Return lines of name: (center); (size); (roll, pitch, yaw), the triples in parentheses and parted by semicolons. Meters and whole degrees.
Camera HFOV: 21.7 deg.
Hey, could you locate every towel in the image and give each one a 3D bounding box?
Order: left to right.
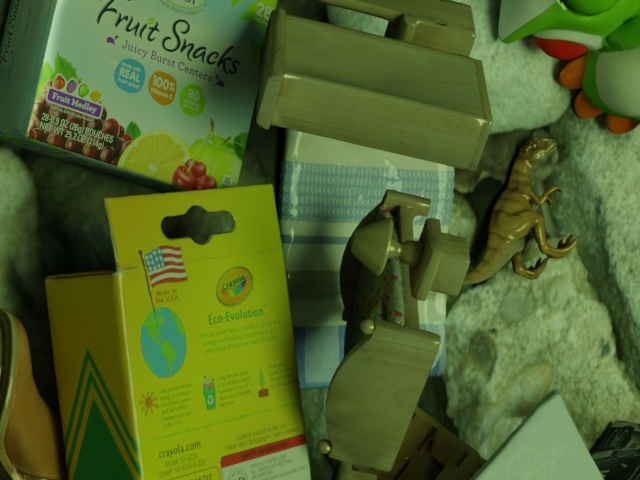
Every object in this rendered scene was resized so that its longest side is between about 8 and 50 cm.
towel: (0.045, -0.009, 1.495); (0.209, 0.034, 0.285); (1, 94, -43)

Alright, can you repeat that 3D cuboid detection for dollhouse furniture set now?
dollhouse furniture set: (0.000, 0.000, 1.366); (0.173, 0.303, 0.356); (13, 123, -8)

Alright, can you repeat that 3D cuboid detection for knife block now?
knife block: (0.119, 0.293, 1.575); (0.275, 0.242, 0.088); (36, 59, 9)

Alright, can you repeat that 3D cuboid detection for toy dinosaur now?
toy dinosaur: (0.184, -0.004, 1.621); (0.112, 0.064, 0.211); (39, 57, -19)

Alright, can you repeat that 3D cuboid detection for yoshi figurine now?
yoshi figurine: (0.315, -0.244, 1.623); (0.362, 0.203, 0.204); (46, 57, -39)

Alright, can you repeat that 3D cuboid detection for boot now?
boot: (-0.203, 0.145, 1.257); (0.152, 0.073, 0.197); (-2, 98, -48)

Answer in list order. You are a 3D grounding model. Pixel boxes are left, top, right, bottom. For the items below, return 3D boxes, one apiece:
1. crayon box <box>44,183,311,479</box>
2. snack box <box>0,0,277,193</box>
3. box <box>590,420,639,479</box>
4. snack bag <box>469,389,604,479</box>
crayon box: (-0.102, 0.122, 1.271); (0.202, 0.081, 0.319); (-6, 90, -53)
snack box: (-0.142, -0.136, 1.278); (0.207, 0.070, 0.175); (19, 81, -45)
box: (0.333, 0.385, 1.777); (0.242, 0.076, 0.307); (-47, 124, -30)
snack bag: (0.162, 0.338, 1.422); (0.342, 0.037, 0.323); (-44, 116, -28)
